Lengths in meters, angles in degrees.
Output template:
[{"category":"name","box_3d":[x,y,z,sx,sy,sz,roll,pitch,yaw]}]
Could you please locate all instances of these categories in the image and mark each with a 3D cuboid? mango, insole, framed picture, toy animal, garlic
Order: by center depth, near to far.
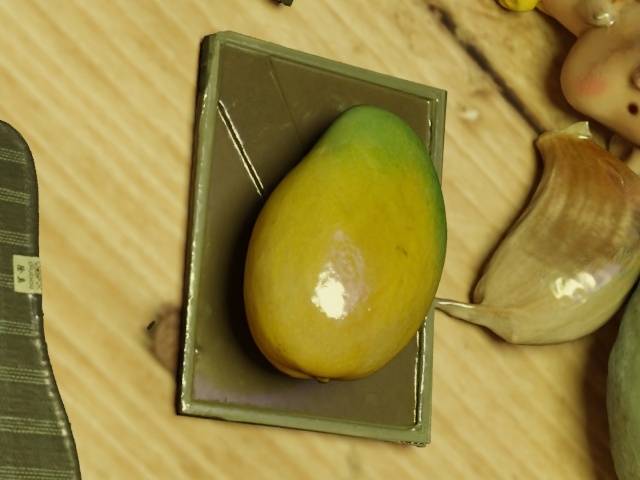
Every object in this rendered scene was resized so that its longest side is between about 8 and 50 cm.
[{"category":"insole","box_3d":[-0.184,0.070,0.788,0.110,0.012,0.309,8,65,-34]},{"category":"mango","box_3d":[0.019,-0.001,0.891,0.130,0.092,0.194,22,60,-23]},{"category":"framed picture","box_3d":[0.000,0.000,0.937,0.189,0.023,0.260,10,74,-26]},{"category":"garlic","box_3d":[0.166,0.014,1.023,0.128,0.090,0.198,39,68,7]},{"category":"toy animal","box_3d":[0.233,-0.182,1.058,0.149,0.165,0.248,-15,81,-54]}]

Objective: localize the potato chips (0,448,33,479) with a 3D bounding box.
[{"category":"potato chips","box_3d":[-0.223,0.169,0.750,0.202,0.049,0.150,33,52,-23]}]

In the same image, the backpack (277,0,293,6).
[{"category":"backpack","box_3d":[-0.017,-0.257,0.940,0.120,0.106,0.165,-41,105,-27]}]

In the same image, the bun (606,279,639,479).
[{"category":"bun","box_3d":[0.380,0.106,1.018,0.362,0.211,0.362,-6,101,-36]}]
